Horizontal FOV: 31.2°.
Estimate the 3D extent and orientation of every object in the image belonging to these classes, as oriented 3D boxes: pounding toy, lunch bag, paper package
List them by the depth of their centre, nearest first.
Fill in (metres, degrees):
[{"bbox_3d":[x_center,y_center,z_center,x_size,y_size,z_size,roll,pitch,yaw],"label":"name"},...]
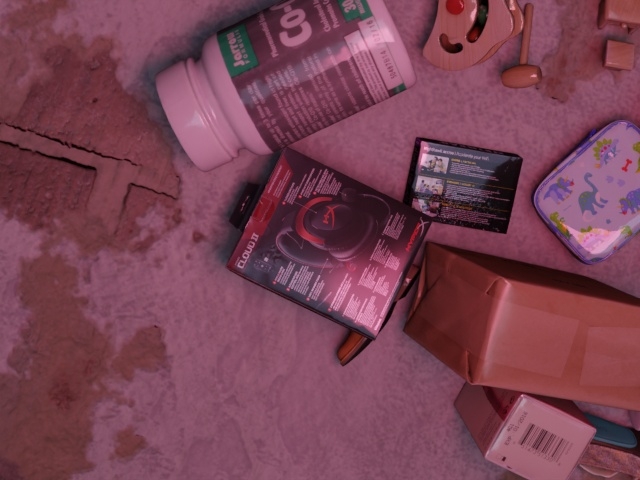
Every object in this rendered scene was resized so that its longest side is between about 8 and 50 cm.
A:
[{"bbox_3d":[0.341,0.134,1.823,0.325,0.309,0.168,11,97,-19],"label":"paper package"},{"bbox_3d":[0.246,-0.360,1.828,0.154,0.155,0.269,-15,97,27],"label":"pounding toy"},{"bbox_3d":[0.470,-0.082,1.895,0.219,0.090,0.176,-42,84,5],"label":"lunch bag"}]

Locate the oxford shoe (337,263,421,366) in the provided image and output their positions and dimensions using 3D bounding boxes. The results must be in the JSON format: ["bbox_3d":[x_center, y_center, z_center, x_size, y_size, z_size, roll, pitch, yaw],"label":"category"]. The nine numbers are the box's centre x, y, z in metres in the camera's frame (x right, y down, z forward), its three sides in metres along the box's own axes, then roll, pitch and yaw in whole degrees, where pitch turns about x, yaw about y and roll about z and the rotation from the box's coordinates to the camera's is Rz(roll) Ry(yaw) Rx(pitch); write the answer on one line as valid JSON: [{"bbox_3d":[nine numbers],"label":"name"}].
[{"bbox_3d":[0.082,0.116,1.941,0.076,0.076,0.212,34,95,11],"label":"oxford shoe"}]

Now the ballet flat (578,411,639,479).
[{"bbox_3d":[0.557,0.388,2.047,0.316,0.107,0.106,18,122,-5],"label":"ballet flat"}]

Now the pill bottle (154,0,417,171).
[{"bbox_3d":[-0.053,-0.254,1.747,0.361,0.204,0.204,-25,105,6],"label":"pill bottle"}]

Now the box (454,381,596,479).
[{"bbox_3d":[0.337,0.295,1.919,0.149,0.232,0.127,26,100,-12],"label":"box"}]

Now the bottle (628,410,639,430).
[{"bbox_3d":[0.692,0.290,2.027,0.283,0.092,0.118,-6,101,-4],"label":"bottle"}]

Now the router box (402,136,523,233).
[{"bbox_3d":[0.235,-0.091,1.907,0.179,0.046,0.133,9,103,-8],"label":"router box"}]

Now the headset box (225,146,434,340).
[{"bbox_3d":[0.000,0.000,1.827,0.293,0.110,0.218,25,85,1],"label":"headset box"}]

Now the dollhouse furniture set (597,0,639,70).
[{"bbox_3d":[0.588,-0.215,1.779,0.303,0.174,0.355,8,78,-7],"label":"dollhouse furniture set"}]
